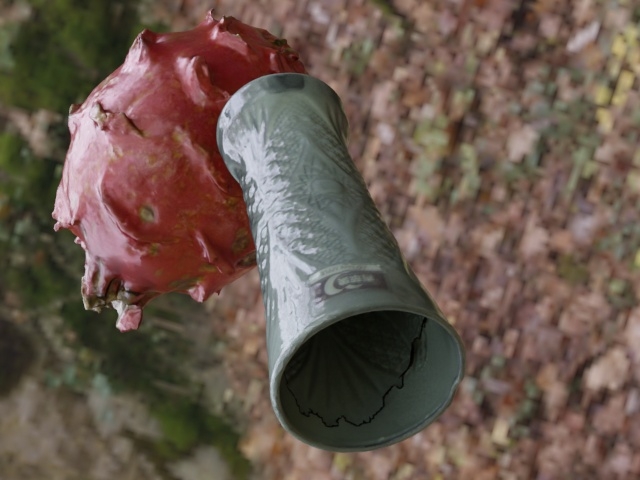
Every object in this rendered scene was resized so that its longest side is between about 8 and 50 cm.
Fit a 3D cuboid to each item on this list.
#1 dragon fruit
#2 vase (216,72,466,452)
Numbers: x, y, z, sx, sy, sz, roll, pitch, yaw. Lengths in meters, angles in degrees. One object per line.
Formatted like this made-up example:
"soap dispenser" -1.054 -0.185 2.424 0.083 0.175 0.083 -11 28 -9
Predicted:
"dragon fruit" -0.109 -0.051 1.351 0.268 0.210 0.205 -54 46 12
"vase" 0.000 0.000 0.903 0.219 0.096 0.096 -109 32 -49
